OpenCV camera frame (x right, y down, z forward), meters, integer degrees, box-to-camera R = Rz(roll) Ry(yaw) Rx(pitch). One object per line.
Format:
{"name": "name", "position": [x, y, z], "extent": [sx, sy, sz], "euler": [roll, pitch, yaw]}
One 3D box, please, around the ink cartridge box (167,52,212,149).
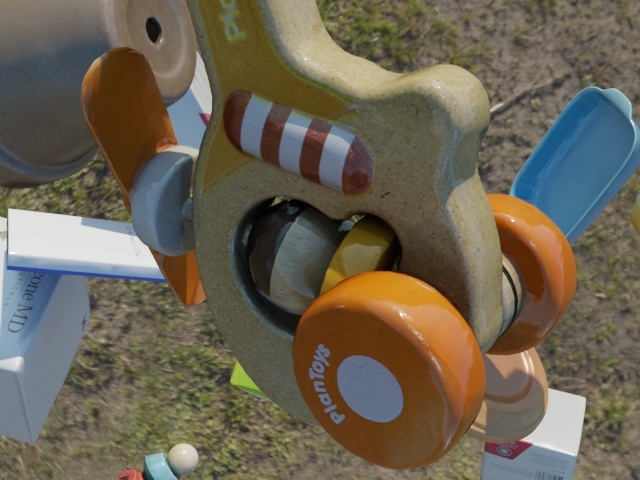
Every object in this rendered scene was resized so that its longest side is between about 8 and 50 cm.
{"name": "ink cartridge box", "position": [-0.315, -0.297, 1.650], "extent": [0.160, 0.385, 0.279], "euler": [-26, 122, 5]}

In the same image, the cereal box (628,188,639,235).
{"name": "cereal box", "position": [0.569, -0.072, 1.244], "extent": [0.047, 0.240, 0.173], "euler": [-5, 41, -6]}

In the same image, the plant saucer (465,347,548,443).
{"name": "plant saucer", "position": [0.200, 0.152, 0.985], "extent": [0.200, 0.037, 0.200], "euler": [15, 45, -16]}

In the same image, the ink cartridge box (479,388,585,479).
{"name": "ink cartridge box", "position": [0.315, 0.324, 1.196], "extent": [0.127, 0.128, 0.176], "euler": [-54, 151, -52]}

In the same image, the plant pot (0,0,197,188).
{"name": "plant pot", "position": [-0.267, -0.198, 0.854], "extent": [0.263, 0.229, 0.263], "euler": [21, 67, -61]}

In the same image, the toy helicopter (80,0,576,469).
{"name": "toy helicopter", "position": [-0.032, -0.068, 0.397], "extent": [0.140, 0.235, 0.355], "euler": [-31, 109, -47]}

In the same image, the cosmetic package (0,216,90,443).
{"name": "cosmetic package", "position": [-0.719, 0.160, 1.616], "extent": [0.393, 0.327, 0.329], "euler": [14, 51, -1]}

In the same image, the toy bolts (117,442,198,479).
{"name": "toy bolts", "position": [-0.274, 0.492, 1.558], "extent": [0.158, 0.218, 0.228], "euler": [-33, 112, -4]}

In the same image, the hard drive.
{"name": "hard drive", "position": [-0.418, 0.011, 1.492], "extent": [0.318, 0.210, 0.040], "euler": [7, 111, -24]}

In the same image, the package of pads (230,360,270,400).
{"name": "package of pads", "position": [-0.017, 0.244, 1.646], "extent": [0.296, 0.101, 0.229], "euler": [17, 85, 11]}

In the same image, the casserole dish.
{"name": "casserole dish", "position": [0.272, -0.072, 0.841], "extent": [0.037, 0.188, 0.114], "euler": [10, 37, -29]}
